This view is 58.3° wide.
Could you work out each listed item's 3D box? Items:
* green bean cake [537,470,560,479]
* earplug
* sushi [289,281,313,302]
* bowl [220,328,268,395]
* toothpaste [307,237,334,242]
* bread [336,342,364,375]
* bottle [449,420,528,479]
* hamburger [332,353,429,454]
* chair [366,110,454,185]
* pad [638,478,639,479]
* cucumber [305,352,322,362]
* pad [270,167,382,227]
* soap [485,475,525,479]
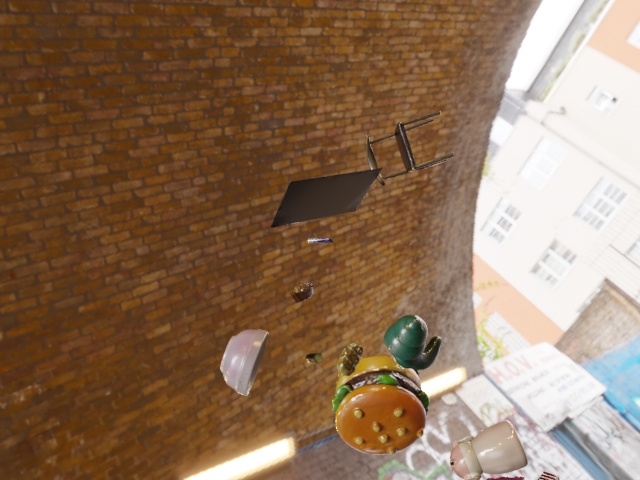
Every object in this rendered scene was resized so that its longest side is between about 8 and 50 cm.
[{"bbox_3d":[0.587,0.686,1.493,0.135,0.056,0.135,1,-82,-57],"label":"green bean cake"},{"bbox_3d":[0.372,0.393,2.223,0.257,0.164,0.280,2,-42,-3],"label":"earplug"},{"bbox_3d":[-0.063,0.176,2.009,0.118,0.061,0.060,-36,-62,-59],"label":"sushi"},{"bbox_3d":[-0.335,0.507,2.468,0.287,0.143,0.287,18,-90,-86],"label":"bowl"},{"bbox_3d":[0.000,0.000,1.768,0.024,0.083,0.015,56,-139,-52],"label":"toothpaste"},{"bbox_3d":[0.092,0.380,1.836,0.066,0.060,0.110,34,-104,-34],"label":"bread"},{"bbox_3d":[0.522,0.683,1.828,0.236,0.148,0.147,-23,-32,5],"label":"bottle"},{"bbox_3d":[0.230,0.688,2.346,0.395,0.277,0.396,1,-60,2],"label":"hamburger"},{"bbox_3d":[0.301,-0.318,1.996,0.272,0.188,0.166,-18,0,3],"label":"chair"},{"bbox_3d":[0.975,0.834,1.836,0.269,0.012,0.269,-39,-39,-12],"label":"pad"},{"bbox_3d":[-0.037,0.565,2.754,0.048,0.048,0.105,-15,0,-36],"label":"cucumber"},{"bbox_3d":[0.019,-0.147,1.965,0.367,0.007,0.248,-13,-29,-30],"label":"pad"},{"bbox_3d":[0.583,0.881,1.772,0.112,0.289,0.182,-20,2,-43],"label":"soap"}]
